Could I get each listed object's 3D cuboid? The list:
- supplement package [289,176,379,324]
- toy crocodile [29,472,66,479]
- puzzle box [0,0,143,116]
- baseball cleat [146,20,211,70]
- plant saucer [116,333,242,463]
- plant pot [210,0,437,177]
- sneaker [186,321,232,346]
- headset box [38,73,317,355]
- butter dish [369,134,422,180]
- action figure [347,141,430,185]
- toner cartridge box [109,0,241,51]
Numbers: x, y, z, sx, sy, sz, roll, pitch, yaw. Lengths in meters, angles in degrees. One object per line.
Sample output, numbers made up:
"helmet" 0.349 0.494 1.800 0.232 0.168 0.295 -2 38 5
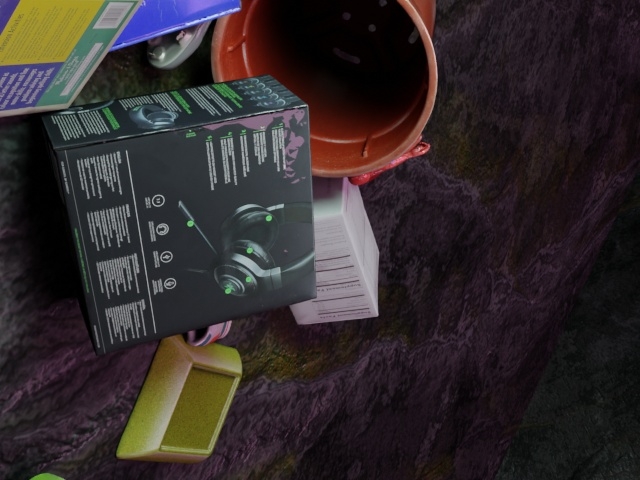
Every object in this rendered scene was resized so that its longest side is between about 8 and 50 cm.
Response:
"supplement package" 0.000 0.000 1.255 0.244 0.134 0.139 69 19 -46
"toy crocodile" -0.386 0.405 0.913 0.340 0.105 0.115 -51 143 -30
"puzzle box" -0.231 -0.233 0.650 0.409 0.052 0.272 -41 169 35
"baseball cleat" -0.133 -0.281 1.005 0.206 0.072 0.109 -64 155 -7
"plant saucer" -0.187 0.238 1.205 0.188 0.045 0.188 30 79 -58
"plant pot" 0.032 -0.261 1.079 0.265 0.272 0.272 -65 156 -55
"sneaker" -0.155 0.074 1.156 0.075 0.057 0.161 -30 133 -61
"headset box" -0.141 -0.037 0.932 0.283 0.131 0.246 -14 121 -19
"butter dish" 0.052 -0.145 1.323 0.160 0.160 0.118 -40 159 -41
"action figure" 0.110 -0.173 1.197 0.280 0.139 0.091 -68 146 -44
"toner cartridge box" -0.192 -0.374 0.801 0.165 0.075 0.348 -23 129 -20
